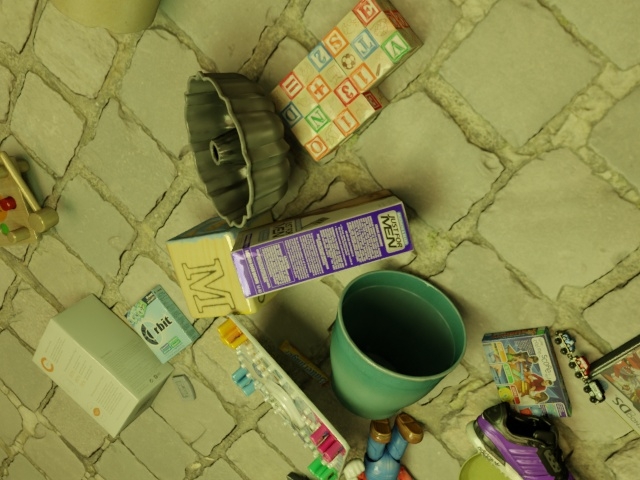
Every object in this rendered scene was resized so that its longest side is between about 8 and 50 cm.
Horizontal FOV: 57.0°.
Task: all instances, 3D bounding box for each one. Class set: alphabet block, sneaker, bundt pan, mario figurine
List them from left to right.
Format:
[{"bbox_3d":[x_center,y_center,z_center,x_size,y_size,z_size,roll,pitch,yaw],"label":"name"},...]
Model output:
[{"bbox_3d":[-0.212,0.053,1.394,0.194,0.192,0.197,-7,106,30],"label":"alphabet block"},{"bbox_3d":[-0.168,-0.198,1.246,0.331,0.124,0.330,41,141,45],"label":"bundt pan"},{"bbox_3d":[0.160,0.591,1.446,0.198,0.170,0.320,19,116,16],"label":"mario figurine"},{"bbox_3d":[0.463,0.452,1.237,0.293,0.102,0.146,37,118,7],"label":"sneaker"}]

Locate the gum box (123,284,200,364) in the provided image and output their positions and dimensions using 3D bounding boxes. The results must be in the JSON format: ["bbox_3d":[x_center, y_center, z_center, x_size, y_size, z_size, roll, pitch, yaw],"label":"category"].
[{"bbox_3d":[-0.452,0.241,1.673,0.157,0.041,0.184,-37,91,33],"label":"gum box"}]

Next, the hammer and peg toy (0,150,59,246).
[{"bbox_3d":[-0.890,-0.117,1.691,0.362,0.127,0.265,-6,105,28],"label":"hammer and peg toy"}]

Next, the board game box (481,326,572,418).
[{"bbox_3d":[0.441,0.288,1.261,0.136,0.035,0.201,-13,104,30],"label":"board game box"}]

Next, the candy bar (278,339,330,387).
[{"bbox_3d":[-0.039,0.318,1.518,0.161,0.018,0.040,41,122,7],"label":"candy bar"}]

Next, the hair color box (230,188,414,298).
[{"bbox_3d":[0.000,0.000,1.191,0.339,0.185,0.110,-15,103,0],"label":"hair color box"}]

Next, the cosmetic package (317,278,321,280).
[{"bbox_3d":[0.030,0.040,1.346,0.115,0.060,0.041,-39,92,34],"label":"cosmetic package"}]

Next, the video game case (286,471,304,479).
[{"bbox_3d":[0.015,0.768,1.604,0.274,0.026,0.196,8,117,50],"label":"video game case"}]

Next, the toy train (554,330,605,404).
[{"bbox_3d":[0.521,0.250,1.182,0.036,0.027,0.158,-38,70,32],"label":"toy train"}]

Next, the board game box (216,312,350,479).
[{"bbox_3d":[-0.093,0.391,1.384,0.390,0.050,0.390,44,157,21],"label":"board game box"}]

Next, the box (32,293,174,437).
[{"bbox_3d":[-0.643,0.368,1.744,0.345,0.168,0.215,41,122,5],"label":"box"}]

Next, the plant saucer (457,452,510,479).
[{"bbox_3d":[0.445,0.580,1.377,0.241,0.037,0.240,10,114,23],"label":"plant saucer"}]

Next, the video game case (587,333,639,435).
[{"bbox_3d":[0.699,0.278,1.132,0.248,0.035,0.275,45,122,3],"label":"video game case"}]

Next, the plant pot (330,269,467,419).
[{"bbox_3d":[0.136,0.247,1.273,0.272,0.271,0.255,31,135,12],"label":"plant pot"}]

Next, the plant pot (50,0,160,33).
[{"bbox_3d":[-0.415,-0.603,1.172,0.334,0.334,0.305,37,132,8],"label":"plant pot"}]

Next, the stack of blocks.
[{"bbox_3d":[0.056,-0.317,1.170,0.297,0.087,0.171,-38,91,32],"label":"stack of blocks"}]

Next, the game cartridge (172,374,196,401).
[{"bbox_3d":[-0.402,0.437,1.745,0.056,0.017,0.083,-14,104,33],"label":"game cartridge"}]
